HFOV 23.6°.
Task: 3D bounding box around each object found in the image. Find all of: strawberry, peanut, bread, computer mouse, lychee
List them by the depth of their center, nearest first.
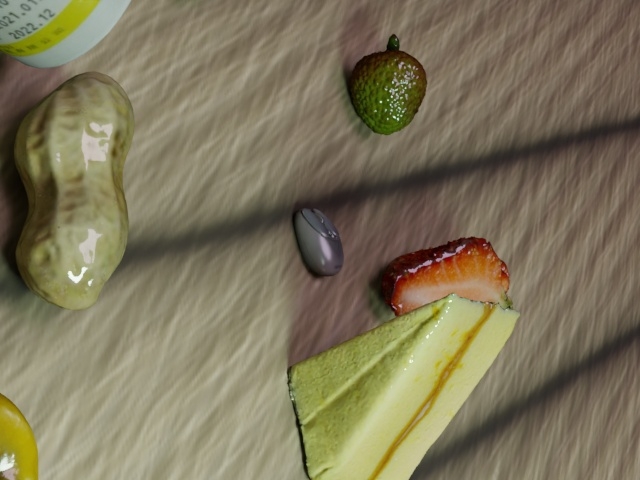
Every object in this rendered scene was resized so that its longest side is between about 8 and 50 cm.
[{"bbox_3d":[-0.251,-0.056,1.545,0.125,0.111,0.274,28,47,-41],"label":"peanut"},{"bbox_3d":[0.111,0.187,1.808,0.168,0.264,0.163,14,57,-47],"label":"bread"},{"bbox_3d":[0.002,0.000,1.975,0.066,0.039,0.096,2,68,-57],"label":"computer mouse"},{"bbox_3d":[0.167,0.065,2.144,0.236,0.107,0.175,40,76,-36],"label":"strawberry"},{"bbox_3d":[0.099,-0.223,2.204,0.114,0.114,0.146,22,67,-50],"label":"lychee"}]

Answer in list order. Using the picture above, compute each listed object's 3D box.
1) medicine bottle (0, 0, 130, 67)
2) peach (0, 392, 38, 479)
[{"bbox_3d":[-0.350,-0.327,1.474,0.340,0.208,0.208,30,46,-45],"label":"medicine bottle"},{"bbox_3d":[-0.310,0.203,1.289,0.179,0.103,0.179,33,44,-39],"label":"peach"}]
